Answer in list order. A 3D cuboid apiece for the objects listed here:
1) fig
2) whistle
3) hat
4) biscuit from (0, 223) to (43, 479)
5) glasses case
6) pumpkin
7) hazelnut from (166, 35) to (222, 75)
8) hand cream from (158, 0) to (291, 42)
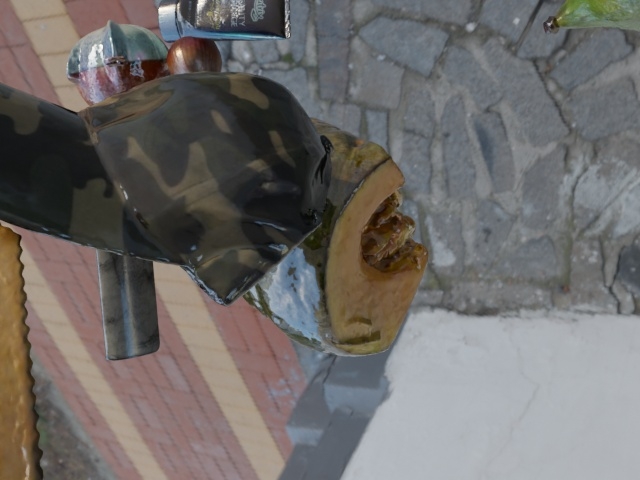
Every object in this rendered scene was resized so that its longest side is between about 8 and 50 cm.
[{"bbox_3d":[0.404,-0.358,1.019,0.235,0.203,0.203,-24,111,45],"label":"fig"},{"bbox_3d":[-0.297,-0.254,1.185,0.134,0.142,0.346,56,176,-8],"label":"whistle"},{"bbox_3d":[-0.183,-0.117,0.728,0.381,0.257,0.366,42,178,-35],"label":"hat"},{"bbox_3d":[-0.325,0.109,0.559,0.232,0.237,0.013,-12,156,-6],"label":"biscuit"},{"bbox_3d":[-0.377,0.074,1.481,0.060,0.114,0.299,1,98,49],"label":"glasses case"},{"bbox_3d":[0.000,0.000,1.062,0.225,0.256,0.303,23,149,45],"label":"pumpkin"},{"bbox_3d":[-0.172,-0.239,1.060,0.086,0.086,0.086,17,133,19],"label":"hazelnut"},{"bbox_3d":[-0.176,-0.423,1.433,0.270,0.061,0.120,1,92,23],"label":"hand cream"}]
